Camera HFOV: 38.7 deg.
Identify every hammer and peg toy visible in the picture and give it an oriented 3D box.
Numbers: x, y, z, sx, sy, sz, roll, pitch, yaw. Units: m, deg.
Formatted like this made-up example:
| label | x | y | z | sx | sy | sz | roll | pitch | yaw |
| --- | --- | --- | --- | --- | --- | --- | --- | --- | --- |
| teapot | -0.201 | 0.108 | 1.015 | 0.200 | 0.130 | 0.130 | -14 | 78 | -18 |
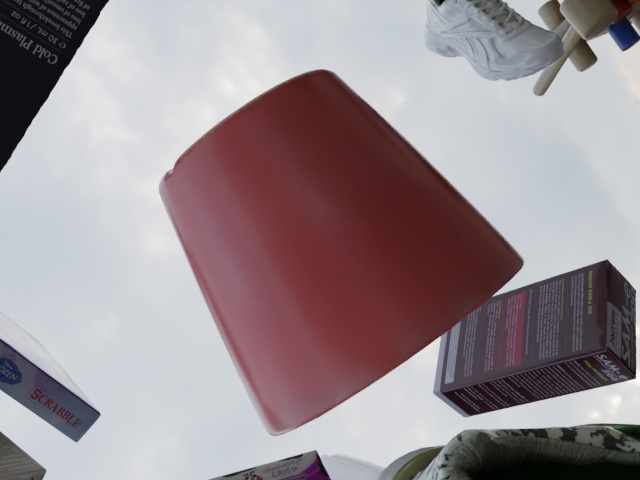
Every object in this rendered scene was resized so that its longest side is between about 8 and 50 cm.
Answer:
| label | x | y | z | sx | sy | sz | roll | pitch | yaw |
| --- | --- | --- | --- | --- | --- | --- | --- | --- | --- |
| hammer and peg toy | 0.445 | -0.371 | 1.384 | 0.361 | 0.266 | 0.127 | -25 | -102 | -30 |

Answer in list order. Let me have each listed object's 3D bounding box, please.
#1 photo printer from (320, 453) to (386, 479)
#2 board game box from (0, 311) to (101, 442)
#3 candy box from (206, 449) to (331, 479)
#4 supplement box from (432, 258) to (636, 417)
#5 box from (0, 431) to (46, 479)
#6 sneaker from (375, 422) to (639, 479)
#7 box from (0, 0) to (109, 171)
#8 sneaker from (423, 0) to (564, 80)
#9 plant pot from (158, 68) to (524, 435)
| label | x | y | z | sx | sy | sz | roll | pitch | yaw |
| --- | --- | --- | --- | --- | --- | --- | --- | --- | --- |
| photo printer | 0.053 | 0.545 | 1.734 | 0.107 | 0.307 | 0.256 | 23 | -104 | -25 |
| board game box | -0.542 | 0.164 | 1.500 | 0.318 | 0.066 | 0.318 | 28 | 163 | 49 |
| candy box | -0.065 | 0.409 | 1.255 | 0.159 | 0.233 | 0.071 | -12 | -145 | -16 |
| supplement box | 0.258 | 0.124 | 1.110 | 0.073 | 0.239 | 0.130 | 39 | -133 | -29 |
| box | -0.550 | 0.288 | 1.257 | 0.311 | 0.121 | 0.148 | 30 | -173 | 24 |
| sneaker | 0.221 | 0.157 | 0.462 | 0.411 | 0.182 | 0.158 | 1 | -124 | -5 |
| box | -0.417 | -0.250 | 0.870 | 0.343 | 0.312 | 0.179 | 32 | -177 | -38 |
| sneaker | 0.211 | -0.283 | 1.177 | 0.090 | 0.232 | 0.115 | -36 | -48 | -23 |
| plant pot | 0.000 | 0.000 | 0.819 | 0.243 | 0.275 | 0.275 | 55 | -150 | 3 |
